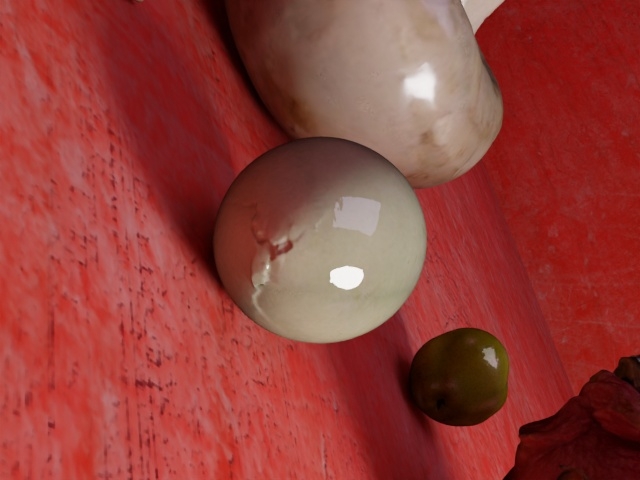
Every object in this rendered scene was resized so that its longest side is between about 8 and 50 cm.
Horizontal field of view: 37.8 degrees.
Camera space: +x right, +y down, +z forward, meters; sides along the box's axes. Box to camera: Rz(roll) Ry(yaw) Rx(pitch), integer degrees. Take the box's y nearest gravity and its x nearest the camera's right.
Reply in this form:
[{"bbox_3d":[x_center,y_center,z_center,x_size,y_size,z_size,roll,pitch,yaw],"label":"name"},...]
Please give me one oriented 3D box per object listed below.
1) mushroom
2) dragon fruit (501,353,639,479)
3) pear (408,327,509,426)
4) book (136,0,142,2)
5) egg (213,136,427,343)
[{"bbox_3d":[0.078,-0.194,0.746,0.297,0.290,0.297,56,18,-29],"label":"mushroom"},{"bbox_3d":[0.208,0.246,0.615,0.250,0.315,0.250,19,22,-8],"label":"dragon fruit"},{"bbox_3d":[0.118,0.120,0.804,0.097,0.092,0.092,-17,80,-33],"label":"pear"},{"bbox_3d":[-0.163,-0.241,0.525,0.198,0.016,0.138,68,15,9],"label":"book"},{"bbox_3d":[0.000,0.000,0.516,0.114,0.114,0.152,67,20,5],"label":"egg"}]
